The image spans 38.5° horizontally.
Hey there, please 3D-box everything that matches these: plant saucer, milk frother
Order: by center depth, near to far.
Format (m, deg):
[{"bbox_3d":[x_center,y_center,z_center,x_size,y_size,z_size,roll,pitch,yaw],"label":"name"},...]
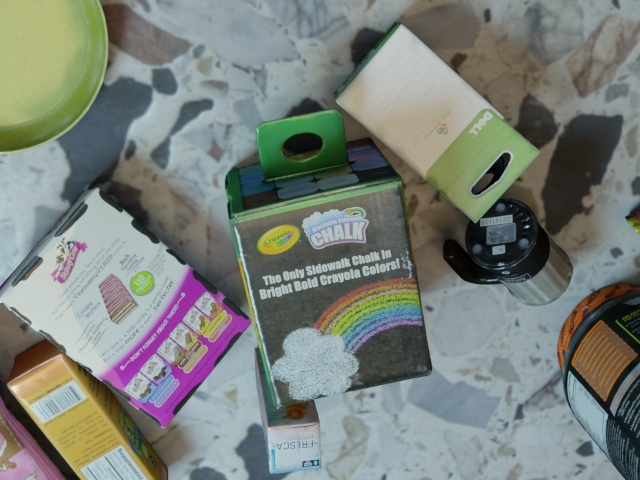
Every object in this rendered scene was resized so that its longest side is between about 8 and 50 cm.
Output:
[{"bbox_3d":[-0.339,-0.210,0.943,0.240,0.037,0.241,-3,111,-7],"label":"plant saucer"},{"bbox_3d":[0.221,-0.015,1.068,0.134,0.129,0.143,37,69,-53],"label":"milk frother"}]

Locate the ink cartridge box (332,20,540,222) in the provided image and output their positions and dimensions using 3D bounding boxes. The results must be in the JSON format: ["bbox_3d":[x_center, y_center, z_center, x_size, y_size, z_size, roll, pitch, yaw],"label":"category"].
[{"bbox_3d":[0.126,-0.130,1.011,0.209,0.062,0.109,40,100,-11],"label":"ink cartridge box"}]

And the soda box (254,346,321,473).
[{"bbox_3d":[-0.040,0.187,1.049,0.058,0.183,0.063,-4,111,-7],"label":"soda box"}]

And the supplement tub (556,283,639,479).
[{"bbox_3d":[0.406,0.186,1.031,0.207,0.338,0.207,-3,110,-8],"label":"supplement tub"}]

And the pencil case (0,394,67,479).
[{"bbox_3d":[-0.373,0.295,1.055,0.167,0.160,0.386,-45,115,-34],"label":"pencil case"}]

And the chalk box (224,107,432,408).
[{"bbox_3d":[0.000,0.000,0.994,0.180,0.179,0.289,-12,110,-3],"label":"chalk box"}]

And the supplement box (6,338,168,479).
[{"bbox_3d":[-0.270,0.224,1.086,0.080,0.078,0.233,-28,112,-1],"label":"supplement box"}]

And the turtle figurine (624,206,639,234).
[{"bbox_3d":[0.467,-0.075,1.082,0.269,0.087,0.217,36,109,-27],"label":"turtle figurine"}]

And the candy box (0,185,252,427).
[{"bbox_3d":[-0.216,0.073,1.020,0.233,0.071,0.159,44,78,-20],"label":"candy box"}]
